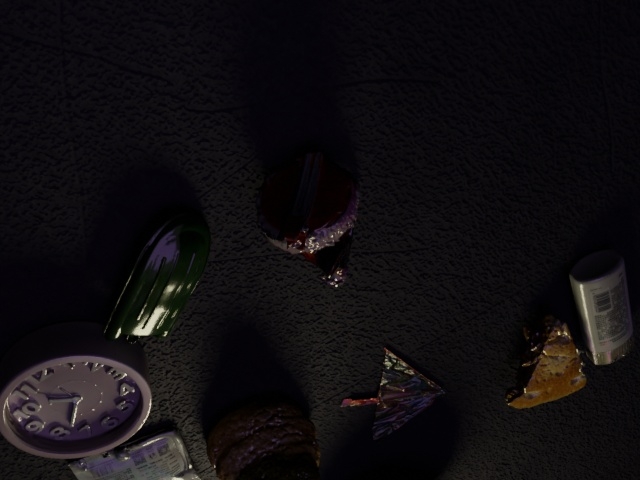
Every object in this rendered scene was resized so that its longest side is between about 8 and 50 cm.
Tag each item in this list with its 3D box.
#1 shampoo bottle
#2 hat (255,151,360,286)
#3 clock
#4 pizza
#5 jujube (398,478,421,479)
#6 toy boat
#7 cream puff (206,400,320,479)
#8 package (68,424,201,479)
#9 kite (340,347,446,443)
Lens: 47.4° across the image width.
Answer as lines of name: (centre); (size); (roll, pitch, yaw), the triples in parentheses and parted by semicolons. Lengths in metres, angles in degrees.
shampoo bottle: (0.468, 0.114, 1.202); (0.086, 0.056, 0.227); (-29, 130, 0)
hat: (0.003, 0.002, 0.918); (0.129, 0.140, 0.227); (-16, 143, 5)
clock: (-0.328, 0.202, 0.974); (0.197, 0.068, 0.196); (-9, 128, -12)
pizza: (0.373, 0.194, 1.224); (0.154, 0.069, 0.193); (-12, 122, -11)
jujube: (0.119, 0.627, 1.343); (0.276, 0.276, 0.376); (17, 106, -30)
toy boat: (-0.201, 0.054, 0.920); (0.104, 0.052, 0.210); (5, 124, -42)
cream puff: (-0.077, 0.358, 1.116); (0.183, 0.169, 0.183); (-10, 129, -12)
package: (-0.283, 0.377, 1.147); (0.171, 0.027, 0.173); (-19, 125, -8)
kite: (0.124, 0.258, 1.217); (0.189, 0.009, 0.232); (-4, 125, -16)
